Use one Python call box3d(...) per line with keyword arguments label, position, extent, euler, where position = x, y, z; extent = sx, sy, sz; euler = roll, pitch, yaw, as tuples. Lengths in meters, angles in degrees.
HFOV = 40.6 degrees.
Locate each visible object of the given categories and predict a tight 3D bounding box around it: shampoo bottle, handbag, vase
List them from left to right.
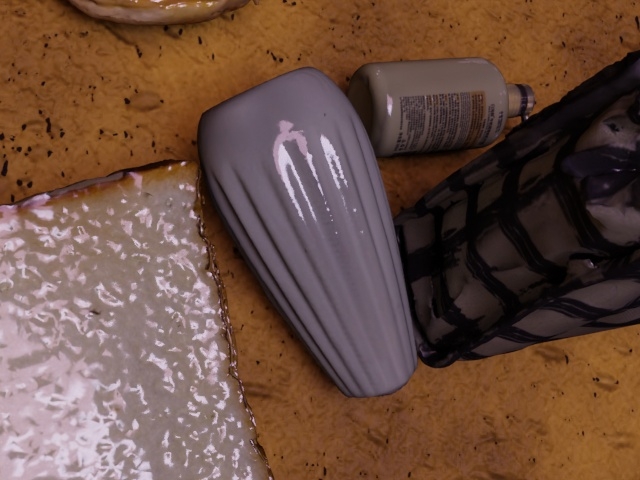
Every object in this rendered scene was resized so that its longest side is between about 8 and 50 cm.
box3d(label="vase", position=(0.000, 0.000, 0.656), extent=(0.128, 0.128, 0.248), euler=(-26, 98, -21))
box3d(label="shampoo bottle", position=(0.108, -0.115, 0.731), extent=(0.162, 0.079, 0.079), euler=(-8, 83, -19))
box3d(label="handbag", position=(0.253, -0.028, 0.634), extent=(0.325, 0.327, 0.162), euler=(-12, 80, -21))

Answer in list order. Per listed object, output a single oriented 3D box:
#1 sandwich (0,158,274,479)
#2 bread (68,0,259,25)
box3d(label="sandwich", position=(-0.176, 0.116, 0.577), extent=(0.271, 0.099, 0.301), euler=(-14, 85, -24))
box3d(label="bread", position=(-0.133, -0.284, 0.661), extent=(0.198, 0.120, 0.236), euler=(-7, 82, -17))
